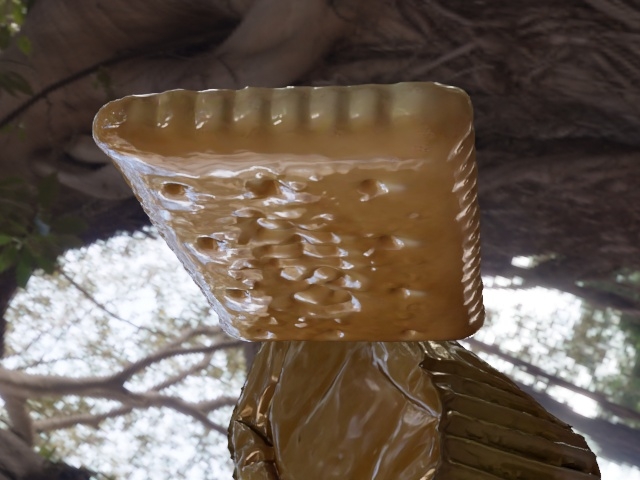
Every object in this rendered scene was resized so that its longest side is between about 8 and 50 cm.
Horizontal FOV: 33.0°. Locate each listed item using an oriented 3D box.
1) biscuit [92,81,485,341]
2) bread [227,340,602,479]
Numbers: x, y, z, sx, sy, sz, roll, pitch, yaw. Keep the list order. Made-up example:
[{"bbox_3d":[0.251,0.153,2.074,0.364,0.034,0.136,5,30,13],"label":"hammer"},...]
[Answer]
[{"bbox_3d":[0.000,0.001,0.529,0.249,0.160,0.030,72,-161,-64],"label":"biscuit"},{"bbox_3d":[0.056,0.154,0.721,0.156,0.288,0.204,25,-89,-27],"label":"bread"}]
